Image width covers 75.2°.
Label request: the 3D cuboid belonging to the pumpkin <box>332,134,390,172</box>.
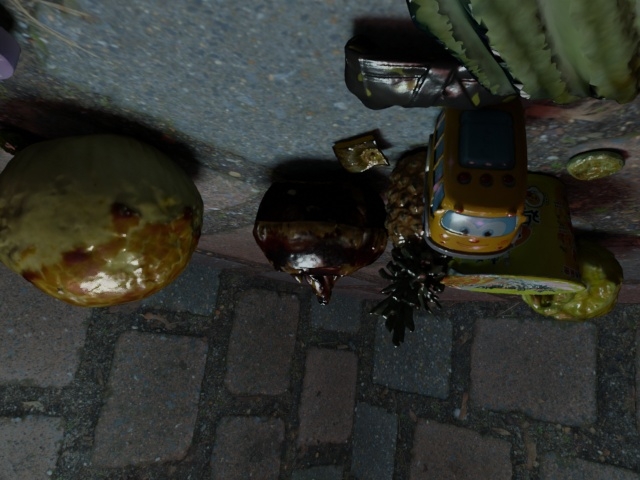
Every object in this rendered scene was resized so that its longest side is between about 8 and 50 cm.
[{"bbox_3d":[0.072,-0.153,0.719,0.101,0.035,0.073,0,155,41],"label":"pumpkin"}]

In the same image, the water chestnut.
[{"bbox_3d":[0.000,0.000,0.890,0.300,0.299,0.300,6,167,1],"label":"water chestnut"}]

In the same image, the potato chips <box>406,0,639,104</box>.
[{"bbox_3d":[0.212,-0.210,0.221,0.359,0.070,0.429,-12,154,36],"label":"potato chips"}]

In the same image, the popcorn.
[{"bbox_3d":[0.626,0.095,1.077,0.277,0.225,0.276,2,166,1],"label":"popcorn"}]

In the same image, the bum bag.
[{"bbox_3d":[0.142,-0.186,0.468,0.233,0.060,0.106,5,165,10],"label":"bum bag"}]

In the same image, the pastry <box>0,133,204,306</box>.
[{"bbox_3d":[-0.423,-0.024,0.835,0.389,0.312,0.388,-9,167,-2],"label":"pastry"}]

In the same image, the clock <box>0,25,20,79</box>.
[{"bbox_3d":[-0.443,-0.258,0.445,0.172,0.064,0.198,8,167,-5],"label":"clock"}]

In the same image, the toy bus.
[{"bbox_3d":[0.205,-0.091,0.546,0.126,0.209,0.136,6,157,10],"label":"toy bus"}]

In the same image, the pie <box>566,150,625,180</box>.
[{"bbox_3d":[0.448,-0.123,0.677,0.084,0.021,0.084,9,164,3],"label":"pie"}]

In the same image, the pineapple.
[{"bbox_3d":[0.176,0.019,0.733,0.169,0.340,0.169,10,168,2],"label":"pineapple"}]

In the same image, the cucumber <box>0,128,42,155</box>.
[{"bbox_3d":[-0.590,-0.177,0.890,0.069,0.069,0.227,1,163,24],"label":"cucumber"}]

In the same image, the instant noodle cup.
[{"bbox_3d":[0.376,-0.005,0.825,0.265,0.200,0.264,6,168,1],"label":"instant noodle cup"}]
